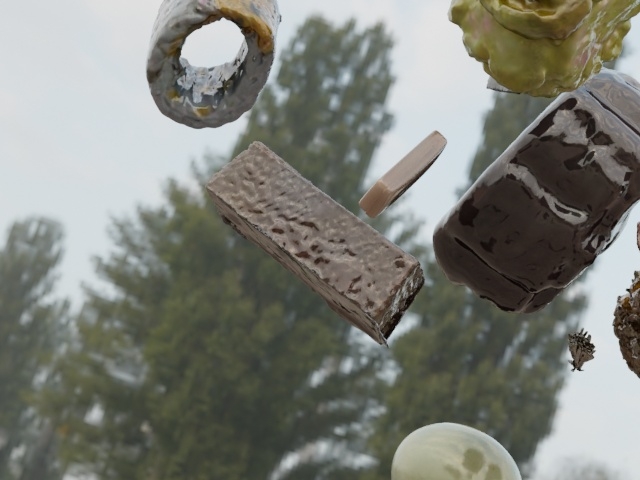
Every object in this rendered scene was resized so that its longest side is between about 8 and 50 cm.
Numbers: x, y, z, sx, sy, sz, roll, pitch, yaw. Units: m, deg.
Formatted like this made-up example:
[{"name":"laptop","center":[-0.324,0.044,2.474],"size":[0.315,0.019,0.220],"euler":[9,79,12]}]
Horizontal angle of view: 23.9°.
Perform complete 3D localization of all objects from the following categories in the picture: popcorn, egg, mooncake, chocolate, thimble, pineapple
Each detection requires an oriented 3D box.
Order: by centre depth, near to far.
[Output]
[{"name":"thimble","center":[-0.114,-0.205,1.587],"size":[0.127,0.118,0.151],"euler":[29,-62,-19]},{"name":"popcorn","center":[0.240,-0.281,1.632],"size":[0.212,0.259,0.259],"euler":[36,-5,31]},{"name":"chocolate","center":[0.000,0.000,2.026],"size":[0.321,0.112,0.112],"euler":[38,-12,20]},{"name":"mooncake","center":[0.346,-0.076,2.160],"size":[0.212,0.381,0.351],"euler":[38,-43,7]},{"name":"pineapple","center":[0.494,0.150,2.211],"size":[0.225,0.076,0.225],"euler":[53,-19,27]},{"name":"egg","center":[0.209,0.382,2.368],"size":[0.188,0.189,0.253],"euler":[30,1,-36]}]

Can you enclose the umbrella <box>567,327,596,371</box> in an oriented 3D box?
[{"name":"umbrella","center":[0.238,0.103,1.382],"size":[0.031,0.020,0.083],"euler":[33,-22,16]}]

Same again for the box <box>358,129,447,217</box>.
[{"name":"box","center":[0.082,-0.064,1.459],"size":[0.025,0.115,0.048],"euler":[45,-44,2]}]

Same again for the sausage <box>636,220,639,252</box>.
[{"name":"sausage","center":[0.394,0.090,1.664],"size":[0.078,0.304,0.078],"euler":[-1,-27,-1]}]

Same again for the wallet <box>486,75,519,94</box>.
[{"name":"wallet","center":[0.278,-0.310,1.974],"size":[0.025,0.244,0.124],"euler":[17,3,-12]}]
